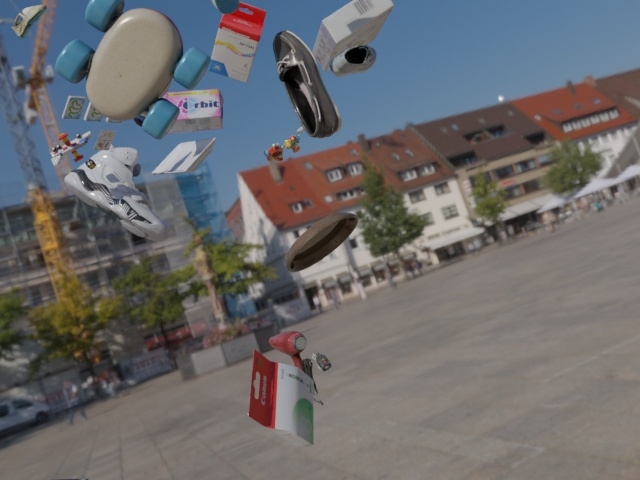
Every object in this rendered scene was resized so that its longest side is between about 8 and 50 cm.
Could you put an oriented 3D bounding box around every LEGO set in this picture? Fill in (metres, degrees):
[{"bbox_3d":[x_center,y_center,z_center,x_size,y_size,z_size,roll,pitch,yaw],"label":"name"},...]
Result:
[{"bbox_3d":[-0.656,-0.293,1.868,0.183,0.060,0.244,-6,-40,-47],"label":"LEGO set"}]

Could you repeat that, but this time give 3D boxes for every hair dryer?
[{"bbox_3d":[-0.084,0.408,2.210,0.080,0.293,0.223,-16,-48,-35],"label":"hair dryer"}]

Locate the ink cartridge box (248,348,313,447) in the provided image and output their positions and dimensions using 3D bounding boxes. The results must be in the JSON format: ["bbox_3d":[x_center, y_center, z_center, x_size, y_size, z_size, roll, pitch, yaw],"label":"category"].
[{"bbox_3d":[-0.090,0.386,1.619,0.056,0.180,0.224,-17,-42,21],"label":"ink cartridge box"}]

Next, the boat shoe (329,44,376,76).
[{"bbox_3d":[0.122,-0.571,2.058,0.081,0.079,0.227,-24,7,45],"label":"boat shoe"}]

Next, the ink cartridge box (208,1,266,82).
[{"bbox_3d":[-0.266,-0.636,2.101,0.134,0.078,0.231,16,-46,-10],"label":"ink cartridge box"}]

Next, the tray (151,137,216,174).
[{"bbox_3d":[-0.417,-0.249,2.019,0.270,0.030,0.145,5,53,55],"label":"tray"}]

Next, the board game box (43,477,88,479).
[{"bbox_3d":[-0.696,0.652,1.663,0.141,0.048,0.170,-9,-6,15],"label":"board game box"}]

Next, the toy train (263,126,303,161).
[{"bbox_3d":[-0.111,-0.293,2.091,0.166,0.046,0.125,-37,-2,-25],"label":"toy train"}]

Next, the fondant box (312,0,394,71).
[{"bbox_3d":[0.105,-0.735,2.300,0.238,0.096,0.330,-35,1,-7],"label":"fondant box"}]

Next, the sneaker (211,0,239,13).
[{"bbox_3d":[-0.274,-0.713,1.719,0.088,0.228,0.092,-14,26,-15],"label":"sneaker"}]

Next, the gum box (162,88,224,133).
[{"bbox_3d":[-0.374,-0.379,1.922,0.189,0.107,0.062,-5,-29,-5],"label":"gum box"}]

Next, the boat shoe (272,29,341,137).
[{"bbox_3d":[-0.055,-0.438,1.834,0.096,0.335,0.112,-25,-6,-39],"label":"boat shoe"}]

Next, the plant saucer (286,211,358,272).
[{"bbox_3d":[0.000,0.000,2.075,0.278,0.041,0.278,-34,-17,-12],"label":"plant saucer"}]

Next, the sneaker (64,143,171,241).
[{"bbox_3d":[-0.595,-0.162,2.068,0.210,0.366,0.137,-58,-1,-21],"label":"sneaker"}]

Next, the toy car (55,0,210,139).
[{"bbox_3d":[-0.335,-0.335,1.254,0.210,0.219,0.238,-55,10,13],"label":"toy car"}]

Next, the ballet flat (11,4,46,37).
[{"bbox_3d":[-0.913,-0.692,2.045,0.168,0.052,0.057,-28,24,36],"label":"ballet flat"}]

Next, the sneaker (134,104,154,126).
[{"bbox_3d":[-0.459,-0.329,1.679,0.085,0.058,0.152,-6,-5,20],"label":"sneaker"}]
